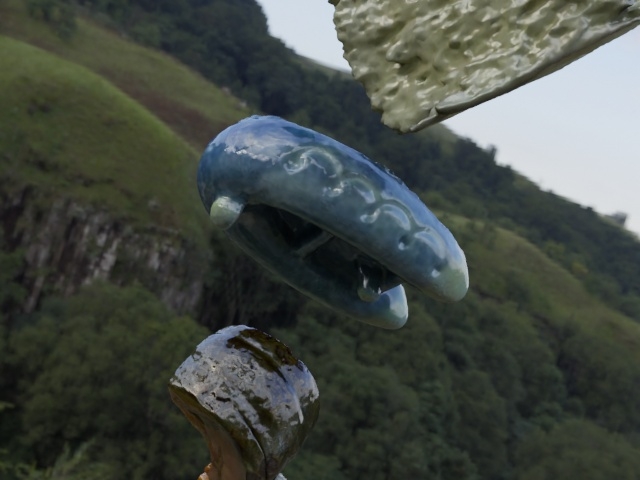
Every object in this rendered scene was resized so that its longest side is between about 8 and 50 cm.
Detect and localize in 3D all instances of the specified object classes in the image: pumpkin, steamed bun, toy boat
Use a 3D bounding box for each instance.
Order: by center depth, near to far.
[{"bbox_3d":[0.151,-0.271,0.945,0.290,0.272,0.273,-19,4,21],"label":"steamed bun"},{"bbox_3d":[-0.071,0.228,1.070,0.126,0.248,0.131,9,36,32],"label":"pumpkin"},{"bbox_3d":[0.000,0.000,1.099,0.330,0.123,0.215,39,-34,-16],"label":"toy boat"}]
